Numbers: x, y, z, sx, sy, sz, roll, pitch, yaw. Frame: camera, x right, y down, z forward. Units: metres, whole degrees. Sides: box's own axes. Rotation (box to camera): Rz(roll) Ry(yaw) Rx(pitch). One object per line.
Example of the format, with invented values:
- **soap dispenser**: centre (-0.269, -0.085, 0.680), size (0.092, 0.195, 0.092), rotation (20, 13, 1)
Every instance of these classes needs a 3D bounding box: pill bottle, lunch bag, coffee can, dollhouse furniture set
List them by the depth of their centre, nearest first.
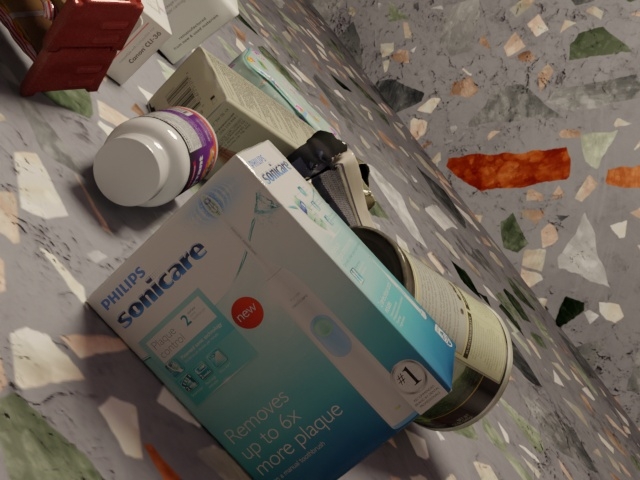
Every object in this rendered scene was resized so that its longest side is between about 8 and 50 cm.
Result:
- **dollhouse furniture set**: centre (-0.407, -0.278, 0.940), size (0.374, 0.152, 0.201), rotation (-15, 64, -52)
- **pill bottle**: centre (-0.201, -0.101, 1.053), size (0.108, 0.108, 0.193), rotation (47, 17, -4)
- **coffee can**: centre (0.105, 0.125, 1.150), size (0.275, 0.201, 0.201), rotation (32, 24, -44)
- **lunch bag**: centre (-0.076, -0.236, 1.659), size (0.279, 0.108, 0.224), rotation (46, 11, -16)

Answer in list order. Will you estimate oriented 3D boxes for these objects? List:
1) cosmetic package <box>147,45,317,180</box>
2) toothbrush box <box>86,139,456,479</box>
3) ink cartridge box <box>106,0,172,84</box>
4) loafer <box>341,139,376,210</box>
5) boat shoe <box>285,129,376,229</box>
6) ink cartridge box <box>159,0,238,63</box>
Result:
- **cosmetic package**: centre (-0.109, -0.151, 1.357), size (0.296, 0.129, 0.153), rotation (30, 23, -44)
- **toothbrush box**: centre (-0.042, 0.082, 0.859), size (0.295, 0.216, 0.126), rotation (49, 16, -2)
- **ink cartridge box**: centre (-0.289, -0.314, 1.291), size (0.067, 0.115, 0.198), rotation (36, 22, -37)
- **loafer**: centre (0.060, -0.126, 1.753), size (0.251, 0.087, 0.094), rotation (-103, 174, -48)
- **boat shoe**: centre (0.000, 0.000, 1.347), size (0.127, 0.158, 0.340), rotation (35, -25, 46)
- **ink cartridge box**: centre (-0.331, -0.548, 1.545), size (0.384, 0.160, 0.279), rotation (47, 18, -30)
